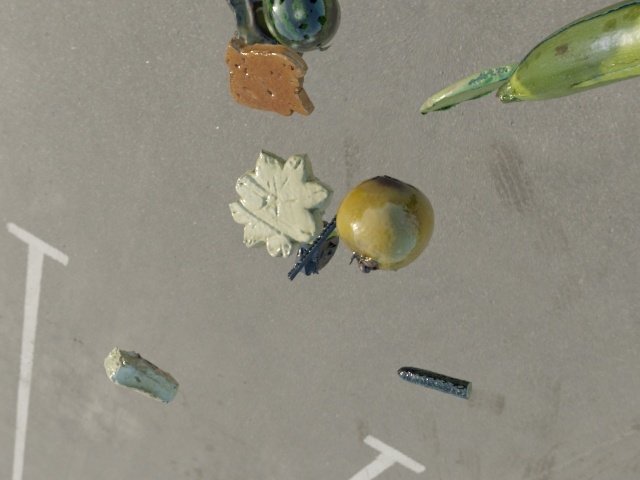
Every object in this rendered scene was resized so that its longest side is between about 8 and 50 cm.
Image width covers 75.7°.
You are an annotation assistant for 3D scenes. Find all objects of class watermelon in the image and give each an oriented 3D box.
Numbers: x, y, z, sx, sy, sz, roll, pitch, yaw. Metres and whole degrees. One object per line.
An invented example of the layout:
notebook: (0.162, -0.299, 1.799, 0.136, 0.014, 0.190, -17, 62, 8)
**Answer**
watermelon: (-0.059, -0.746, 1.340, 0.269, 0.269, 0.269, 8, 121, 13)

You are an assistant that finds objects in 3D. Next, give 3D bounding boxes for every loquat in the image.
loquat: (0.097, -0.026, 0.631, 0.163, 0.163, 0.137, -2, 151, 19)

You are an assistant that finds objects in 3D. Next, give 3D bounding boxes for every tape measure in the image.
tape measure: (-0.004, 0.021, 1.545, 0.112, 0.186, 0.199, 30, 124, 19)

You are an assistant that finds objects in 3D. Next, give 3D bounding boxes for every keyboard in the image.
keyboard: (0.000, 0.000, 0.828, 0.018, 0.060, 0.195, 40, 95, 2)

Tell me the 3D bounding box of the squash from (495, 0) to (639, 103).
squash: (0.334, -0.231, 0.504, 0.095, 0.341, 0.094, -2, 98, -16)

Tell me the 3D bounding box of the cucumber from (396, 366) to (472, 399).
cucumber: (0.197, 0.248, 0.730, 0.133, 0.032, 0.032, 3, 122, 38)

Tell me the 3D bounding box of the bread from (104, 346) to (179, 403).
bread: (-0.209, 0.158, 0.483, 0.083, 0.035, 0.070, 38, 161, -24)

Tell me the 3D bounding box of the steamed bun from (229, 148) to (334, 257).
steamed bun: (-0.096, -0.108, 1.143, 0.292, 0.137, 0.295, -20, 90, 19)

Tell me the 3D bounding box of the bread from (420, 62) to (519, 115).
bread: (0.421, -0.419, 1.148, 0.301, 0.301, 0.045, -15, 96, 25)

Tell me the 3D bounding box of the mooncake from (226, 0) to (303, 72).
mooncake: (-0.248, -0.817, 1.586, 0.393, 0.246, 0.394, -40, 125, 7)

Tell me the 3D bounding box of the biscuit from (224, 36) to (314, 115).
biscuit: (-0.101, -0.294, 0.765, 0.183, 0.043, 0.280, 40, 167, -26)
